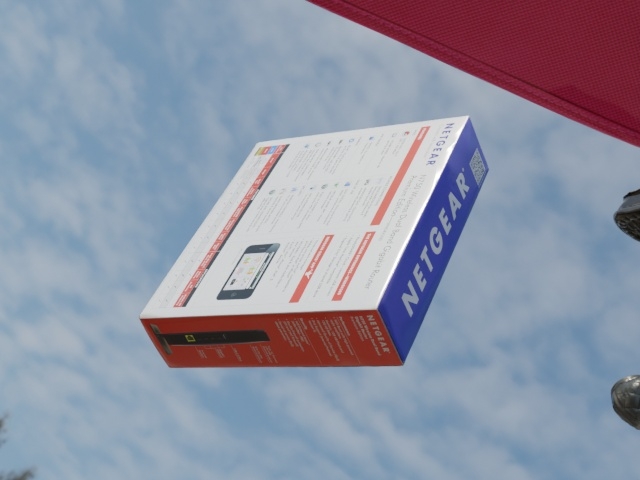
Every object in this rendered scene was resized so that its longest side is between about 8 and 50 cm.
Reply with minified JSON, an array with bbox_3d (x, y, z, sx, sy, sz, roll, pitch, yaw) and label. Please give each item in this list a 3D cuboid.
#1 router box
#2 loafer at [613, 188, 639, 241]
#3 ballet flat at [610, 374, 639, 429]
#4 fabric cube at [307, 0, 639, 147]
[{"bbox_3d":[0.000,0.000,1.286,0.301,0.335,0.082,-4,-52,31],"label":"router box"},{"bbox_3d":[0.402,-0.054,1.136,0.220,0.078,0.080,-17,-43,34],"label":"loafer"},{"bbox_3d":[0.333,0.141,0.980,0.049,0.173,0.057,-109,-160,-47],"label":"ballet flat"},{"bbox_3d":[0.114,-0.249,0.532,0.254,0.259,0.258,22,-50,-5],"label":"fabric cube"}]
